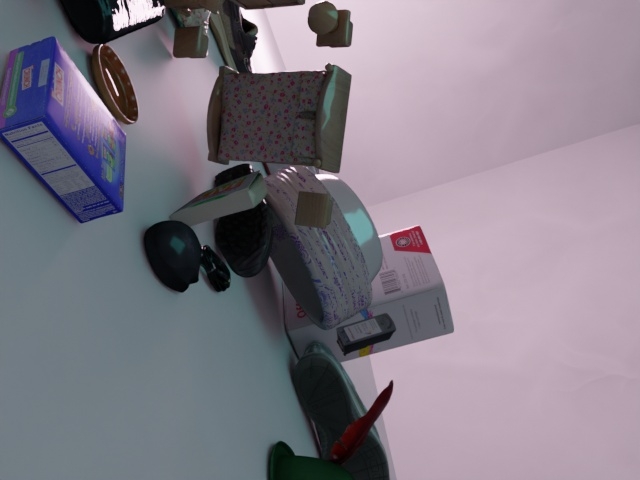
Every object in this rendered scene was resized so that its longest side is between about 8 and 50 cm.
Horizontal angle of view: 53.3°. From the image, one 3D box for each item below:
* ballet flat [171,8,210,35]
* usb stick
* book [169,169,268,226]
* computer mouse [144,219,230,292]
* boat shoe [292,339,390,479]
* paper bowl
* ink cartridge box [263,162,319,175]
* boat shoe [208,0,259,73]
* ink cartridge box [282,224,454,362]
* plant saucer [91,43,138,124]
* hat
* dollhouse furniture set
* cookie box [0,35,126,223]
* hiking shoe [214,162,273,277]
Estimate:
[{"bbox_3d":[-0.217,-0.409,1.014,0.241,0.077,0.091,66,7,-53],"label":"ballet flat"},{"bbox_3d":[-0.223,-0.271,0.712,0.278,0.045,0.077,-94,166,-67],"label":"usb stick"},{"bbox_3d":[-0.121,-0.048,0.788,0.144,0.096,0.035,-86,158,-77],"label":"book"},{"bbox_3d":[-0.135,0.024,0.727,0.242,0.041,0.071,48,25,-78],"label":"computer mouse"},{"bbox_3d":[0.043,0.337,1.165,0.103,0.118,0.321,-66,133,-75],"label":"boat shoe"},{"bbox_3d":[0.000,0.000,1.111,0.284,0.148,0.284,54,-16,24],"label":"paper bowl"},{"bbox_3d":[-0.084,-0.247,1.625,0.273,0.114,0.197,-100,171,-56],"label":"ink cartridge box"},{"bbox_3d":[-0.180,-0.452,1.407,0.103,0.092,0.285,-101,172,-47],"label":"boat shoe"},{"bbox_3d":[0.089,0.111,1.282,0.226,0.306,0.131,-97,168,-56],"label":"ink cartridge box"},{"bbox_3d":[-0.211,-0.159,0.653,0.083,0.013,0.084,-16,90,-84],"label":"plant saucer"},{"bbox_3d":[0.043,0.324,0.833,0.209,0.183,0.173,66,9,-51],"label":"hat"},{"bbox_3d":[-0.133,-0.210,0.855,0.173,0.303,0.356,6,91,-63],"label":"dollhouse furniture set"},{"bbox_3d":[-0.191,-0.082,0.484,0.107,0.040,0.092,66,9,-52],"label":"cookie box"},{"bbox_3d":[-0.099,-0.017,0.952,0.227,0.086,0.114,-102,169,-47],"label":"hiking shoe"}]
